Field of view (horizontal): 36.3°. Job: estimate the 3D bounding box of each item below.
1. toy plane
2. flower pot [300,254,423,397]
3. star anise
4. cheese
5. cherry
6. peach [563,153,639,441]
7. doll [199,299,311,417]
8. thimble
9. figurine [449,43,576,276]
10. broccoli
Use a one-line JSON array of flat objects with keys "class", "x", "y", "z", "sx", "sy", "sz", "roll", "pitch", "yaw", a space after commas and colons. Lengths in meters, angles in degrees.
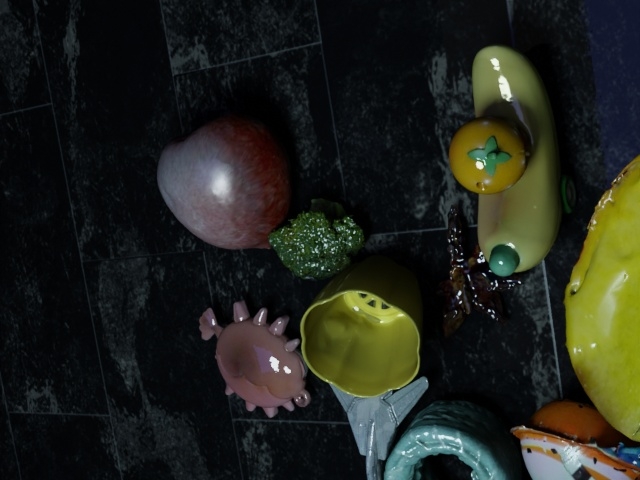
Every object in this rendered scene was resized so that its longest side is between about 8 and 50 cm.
[{"class": "toy plane", "x": 0.099, "y": 0.318, "z": 1.665, "sx": 0.212, "sy": 0.088, "sz": 0.267, "roll": 6, "pitch": 111, "yaw": 33}, {"class": "flower pot", "x": 0.081, "y": 0.122, "z": 1.553, "sx": 0.195, "sy": 0.179, "sz": 0.195, "roll": 7, "pitch": 118, "yaw": 13}, {"class": "star anise", "x": 0.246, "y": 0.064, "z": 1.530, "sx": 0.157, "sy": 0.053, "sz": 0.212, "roll": 23, "pitch": 110, "yaw": 28}, {"class": "cheese", "x": 0.394, "y": 0.305, "z": 1.374, "sx": 0.129, "sy": 0.217, "sz": 0.329, "roll": -69, "pitch": 16, "yaw": -13}, {"class": "cherry", "x": -0.160, "y": -0.092, "z": 1.669, "sx": 0.239, "sy": 0.206, "sz": 0.239, "roll": 1, "pitch": 91, "yaw": 24}, {"class": "peach", "x": 0.494, "y": 0.050, "z": 1.256, "sx": 0.306, "sy": 0.243, "sz": 0.380, "roll": -116, "pitch": 33, "yaw": -49}, {"class": "doll", "x": -0.120, "y": 0.215, "z": 1.775, "sx": 0.262, "sy": 0.093, "sz": 0.211, "roll": 30, "pitch": 118, "yaw": 24}, {"class": "thimble", "x": 0.213, "y": 0.375, "z": 1.542, "sx": 0.199, "sy": 0.143, "sz": 0.235, "roll": -12, "pitch": 100, "yaw": 24}, {"class": "figurine", "x": 0.259, "y": -0.115, "z": 1.383, "sx": 0.124, "sy": 0.222, "sz": 0.324, "roll": -3, "pitch": 99, "yaw": 36}, {"class": "broccoli", "x": 0.000, "y": 0.000, "z": 1.637, "sx": 0.162, "sy": 0.146, "sz": 0.137, "roll": -13, "pitch": 61, "yaw": 47}]
